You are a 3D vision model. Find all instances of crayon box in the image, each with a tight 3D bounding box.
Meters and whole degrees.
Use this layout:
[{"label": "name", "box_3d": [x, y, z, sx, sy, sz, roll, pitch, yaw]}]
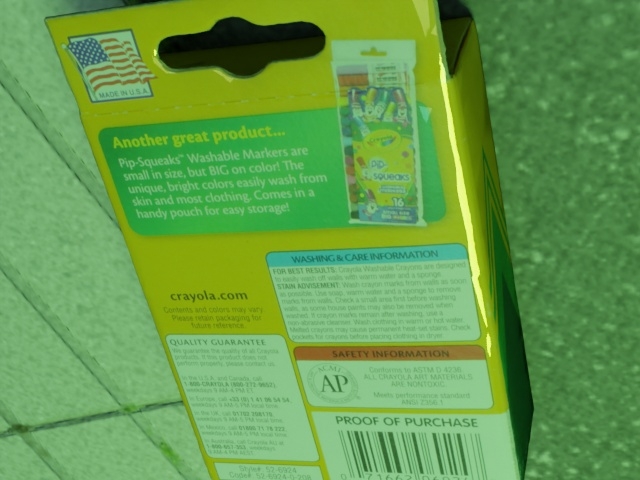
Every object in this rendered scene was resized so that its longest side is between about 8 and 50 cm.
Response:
[{"label": "crayon box", "box_3d": [0.000, 0.000, 0.576, 0.203, 0.083, 0.323, -2, 122, 20]}]
